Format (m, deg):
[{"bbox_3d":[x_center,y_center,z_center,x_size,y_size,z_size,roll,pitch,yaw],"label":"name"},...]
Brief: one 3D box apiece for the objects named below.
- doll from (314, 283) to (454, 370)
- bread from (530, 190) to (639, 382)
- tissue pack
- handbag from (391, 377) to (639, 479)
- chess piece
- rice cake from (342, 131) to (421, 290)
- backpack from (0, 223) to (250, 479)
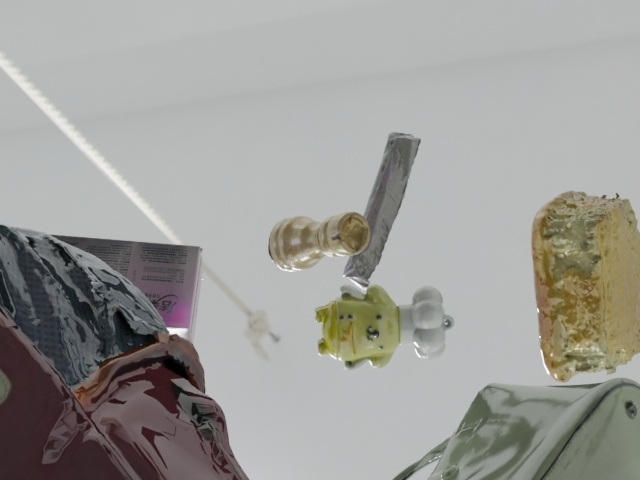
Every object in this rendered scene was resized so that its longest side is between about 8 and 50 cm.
[{"bbox_3d":[0.076,0.100,1.205,0.163,0.106,0.062,-5,-166,0],"label":"doll"},{"bbox_3d":[0.346,0.058,1.327,0.121,0.245,0.174,8,-159,42],"label":"bread"},{"bbox_3d":[-0.299,0.082,1.466,0.246,0.092,0.148,5,-127,-2],"label":"tissue pack"},{"bbox_3d":[0.131,0.203,0.875,0.241,0.109,0.315,-42,-164,-27],"label":"handbag"},{"bbox_3d":[0.000,0.000,1.161,0.122,0.066,0.066,-8,-129,53],"label":"chess piece"},{"bbox_3d":[0.096,-0.052,1.614,0.049,0.055,0.269,163,-54,-71],"label":"rice cake"},{"bbox_3d":[-0.123,0.177,0.476,0.317,0.197,0.283,37,-83,25],"label":"backpack"}]
